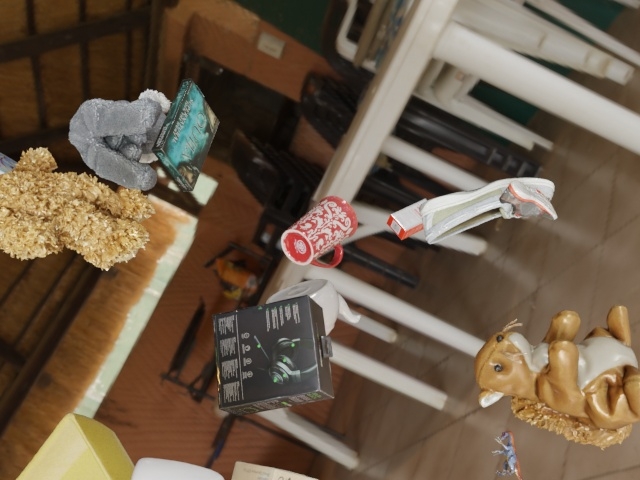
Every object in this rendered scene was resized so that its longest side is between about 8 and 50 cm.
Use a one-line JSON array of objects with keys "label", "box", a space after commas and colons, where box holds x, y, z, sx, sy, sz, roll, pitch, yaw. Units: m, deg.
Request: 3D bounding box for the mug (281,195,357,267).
[{"label": "mug", "box": [0.005, -0.005, 1.648, 0.113, 0.150, 0.169, -31, 4, 44]}]

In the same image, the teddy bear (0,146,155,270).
[{"label": "teddy bear", "box": [-0.408, -0.057, 1.033, 0.245, 0.338, 0.113, -70, 2, -51]}]

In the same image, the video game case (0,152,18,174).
[{"label": "video game case", "box": [-0.732, -0.151, 1.627, 0.061, 0.244, 0.269, -56, 37, -1]}]

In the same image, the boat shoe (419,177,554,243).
[{"label": "boat shoe", "box": [0.399, -0.073, 1.703, 0.118, 0.320, 0.103, 39, -139, -69]}]

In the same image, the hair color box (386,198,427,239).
[{"label": "hair color box", "box": [0.264, -0.061, 2.022, 0.141, 0.072, 0.043, -24, -29, -31]}]

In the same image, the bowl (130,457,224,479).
[{"label": "bowl", "box": [-0.206, 0.386, 1.001, 0.053, 0.142, 0.142, -63, -20, -69]}]

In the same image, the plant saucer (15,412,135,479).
[{"label": "plant saucer", "box": [-0.379, 0.490, 1.242, 0.081, 0.333, 0.333, -20, -20, -48]}]

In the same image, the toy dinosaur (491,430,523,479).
[{"label": "toy dinosaur", "box": [0.353, 0.400, 1.328, 0.082, 0.090, 0.047, -56, -5, -31]}]

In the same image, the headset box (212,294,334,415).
[{"label": "headset box", "box": [-0.111, 0.288, 1.787, 0.131, 0.283, 0.246, 51, -152, -64]}]

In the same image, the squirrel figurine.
[{"label": "squirrel figurine", "box": [0.569, 0.361, 1.750, 0.281, 0.370, 0.397, -80, -17, -48]}]

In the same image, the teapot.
[{"label": "teapot", "box": [-0.049, 0.248, 2.264, 0.256, 0.187, 0.252, -10, 13, 36]}]

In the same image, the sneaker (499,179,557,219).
[{"label": "sneaker", "box": [0.449, -0.078, 1.549, 0.065, 0.158, 0.061, -45, 34, 31]}]

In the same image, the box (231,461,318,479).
[{"label": "box", "box": [-0.121, 0.609, 1.399, 0.148, 0.121, 0.311, -13, 58, 48]}]

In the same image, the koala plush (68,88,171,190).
[{"label": "koala plush", "box": [-0.400, -0.235, 1.538, 0.221, 0.203, 0.196, -42, -35, -62]}]

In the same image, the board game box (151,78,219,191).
[{"label": "board game box", "box": [-0.260, -0.206, 1.396, 0.126, 0.026, 0.186, 58, -143, -49]}]
